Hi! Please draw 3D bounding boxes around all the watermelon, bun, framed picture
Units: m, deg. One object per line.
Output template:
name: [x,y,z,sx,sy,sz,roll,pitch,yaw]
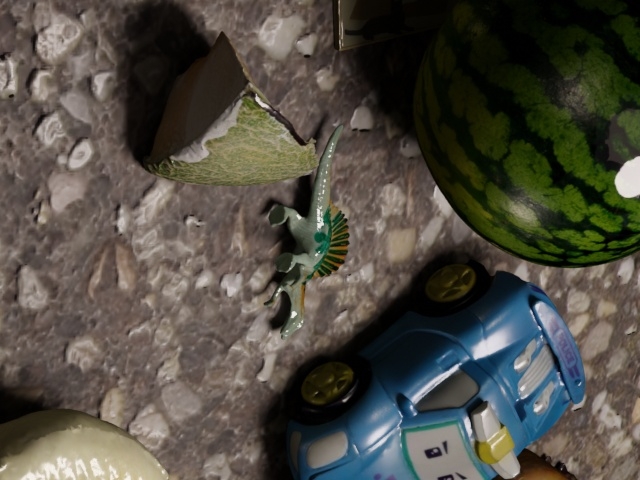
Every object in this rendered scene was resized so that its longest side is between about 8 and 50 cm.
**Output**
watermelon: [0.216,-0.118,1.200,0.285,0.285,0.285,-16,119,-30]
bun: [-0.245,0.264,1.135,0.287,0.146,0.287,-22,121,-44]
framed picture: [0.068,-0.272,1.199,0.136,0.010,0.201,-17,121,-28]

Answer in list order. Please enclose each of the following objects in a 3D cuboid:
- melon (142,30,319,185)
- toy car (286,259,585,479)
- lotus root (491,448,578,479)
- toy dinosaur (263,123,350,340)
melon: [-0.081,-0.089,1.142,0.139,0.093,0.202,-23,158,5]
toy car: [0.116,0.171,1.345,0.314,0.166,0.198,-37,124,-16]
lotus root: [0.196,0.405,1.551,0.390,0.111,0.375,-10,112,-31]
toy dinosaur: [-0.002,-0.002,1.259,0.106,0.044,0.187,36,75,-54]
